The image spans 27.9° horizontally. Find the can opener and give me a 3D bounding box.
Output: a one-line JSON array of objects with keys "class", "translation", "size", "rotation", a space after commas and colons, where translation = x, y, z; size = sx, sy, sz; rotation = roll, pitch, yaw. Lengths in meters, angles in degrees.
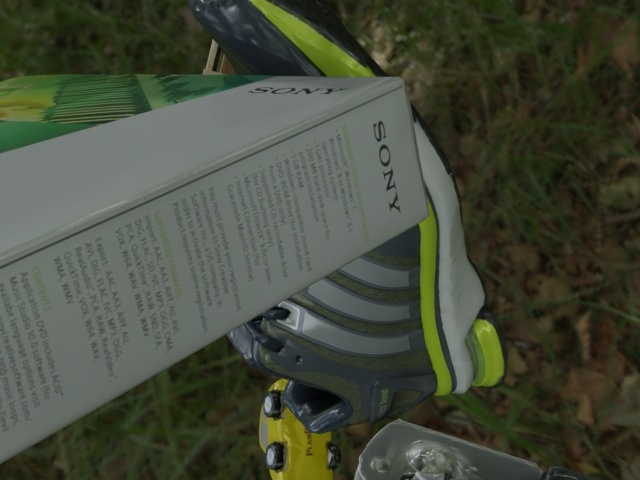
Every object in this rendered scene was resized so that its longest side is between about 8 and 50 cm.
[{"class": "can opener", "translation": [0.154, 0.194, 0.819], "size": [0.283, 0.095, 0.076], "rotation": [17, 54, 14]}]

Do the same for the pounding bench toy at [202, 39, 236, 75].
[{"class": "pounding bench toy", "translation": [-0.017, -0.107, 0.701], "size": [0.052, 0.083, 0.065], "rotation": [-148, 72, -85]}]

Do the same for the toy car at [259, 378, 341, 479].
[{"class": "toy car", "translation": [-0.039, 0.066, 1.075], "size": [0.239, 0.225, 0.053], "rotation": [-60, 17, -24]}]

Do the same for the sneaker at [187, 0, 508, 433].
[{"class": "sneaker", "translation": [0.000, 0.000, 0.605], "size": [0.121, 0.300, 0.111], "rotation": [-30, 43, -4]}]

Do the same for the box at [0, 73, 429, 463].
[{"class": "box", "translation": [-0.153, 0.014, 0.408], "size": [0.232, 0.322, 0.058], "rotation": [7, 114, 42]}]
